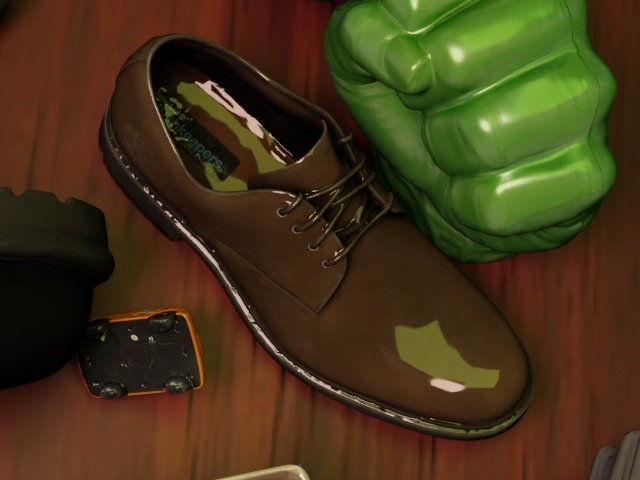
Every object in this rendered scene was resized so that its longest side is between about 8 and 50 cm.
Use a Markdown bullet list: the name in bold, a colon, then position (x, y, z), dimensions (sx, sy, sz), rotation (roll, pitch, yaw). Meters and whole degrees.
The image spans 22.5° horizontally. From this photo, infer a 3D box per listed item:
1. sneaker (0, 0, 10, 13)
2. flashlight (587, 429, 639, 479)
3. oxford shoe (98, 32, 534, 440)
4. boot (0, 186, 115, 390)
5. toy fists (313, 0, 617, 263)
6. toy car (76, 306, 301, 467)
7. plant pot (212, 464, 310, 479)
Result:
- **sneaker**: position (-0.232, -0.214, 0.666), dimensions (0.106, 0.162, 0.281), rotation (-38, 81, -20)
- **flashlight**: position (0.103, 0.228, 0.617), dimensions (0.103, 0.103, 0.304), rotation (5, 61, 27)
- **oxford shoe**: position (0.000, 0.000, 0.674), dimensions (0.227, 0.096, 0.083), rotation (38, 67, 2)
- **boot**: position (-0.210, 0.126, 0.563), dimensions (0.348, 0.131, 0.260), rotation (-11, 90, -37)
- **toy fists**: position (0.030, -0.116, 0.694), dimensions (0.096, 0.142, 0.279), rotation (-26, 77, -18)
- **toy car**: position (-0.052, 0.077, 0.678), dimensions (0.122, 0.060, 0.040), rotation (61, 27, -5)
- **plant pot**: position (-0.055, 0.155, 0.607), dimensions (0.109, 0.096, 0.109), rotation (-9, 73, -15)
